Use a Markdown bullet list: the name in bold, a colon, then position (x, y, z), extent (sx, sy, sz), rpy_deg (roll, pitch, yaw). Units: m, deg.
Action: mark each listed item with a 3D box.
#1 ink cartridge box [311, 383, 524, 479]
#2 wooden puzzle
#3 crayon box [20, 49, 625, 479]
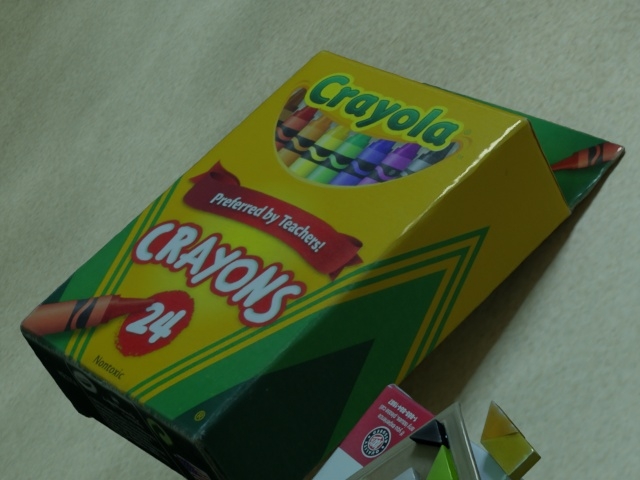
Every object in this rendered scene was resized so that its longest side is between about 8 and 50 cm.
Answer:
- **ink cartridge box**: position (0.043, 0.185, 0.891), extent (0.176, 0.127, 0.128), rpy_deg (-50, 28, -4)
- **wooden puzzle**: position (0.039, 0.108, 0.839), extent (0.116, 0.014, 0.078), rpy_deg (-41, 29, 13)
- **crayon box**: position (0.000, 0.000, 1.142), extent (0.318, 0.081, 0.202), rpy_deg (-44, 37, -18)
